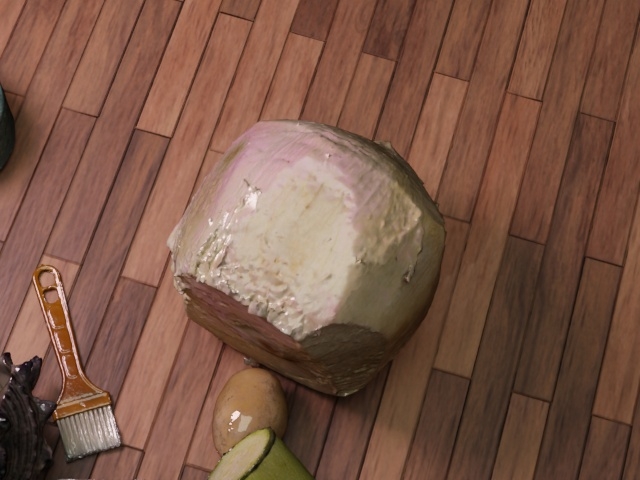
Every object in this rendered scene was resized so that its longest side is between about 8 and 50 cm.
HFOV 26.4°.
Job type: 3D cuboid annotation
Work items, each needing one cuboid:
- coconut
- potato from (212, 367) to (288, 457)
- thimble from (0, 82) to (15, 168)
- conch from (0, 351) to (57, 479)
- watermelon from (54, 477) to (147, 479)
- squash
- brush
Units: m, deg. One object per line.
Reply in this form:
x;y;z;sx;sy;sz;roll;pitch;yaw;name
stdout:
0.000;0.000;1.945;0.404;0.404;0.405;1;67;-3;coconut
-0.102;0.256;1.977;0.112;0.112;0.147;12;69;2;potato
-0.591;-0.201;2.120;0.235;0.143;0.198;41;71;15;thimble
-0.497;0.290;1.919;0.240;0.186;0.313;36;89;18;conch
-0.277;0.393;1.931;0.241;0.094;0.154;17;77;5;watermelon
-0.039;0.388;1.887;0.132;0.132;0.247;-46;107;-19;squash
-0.380;0.174;2.045;0.090;0.017;0.314;-15;69;-12;brush
